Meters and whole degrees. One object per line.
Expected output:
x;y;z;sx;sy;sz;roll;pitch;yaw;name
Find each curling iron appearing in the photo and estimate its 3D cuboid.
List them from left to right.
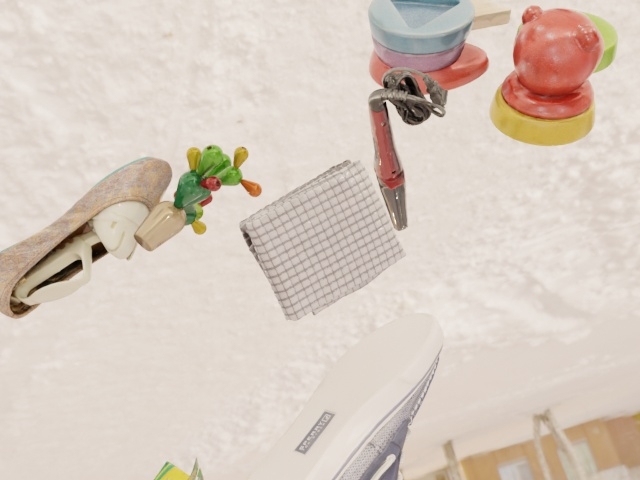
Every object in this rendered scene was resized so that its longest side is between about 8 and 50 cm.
0.082;-0.072;0.662;0.068;0.035;0.274;5;153;7;curling iron

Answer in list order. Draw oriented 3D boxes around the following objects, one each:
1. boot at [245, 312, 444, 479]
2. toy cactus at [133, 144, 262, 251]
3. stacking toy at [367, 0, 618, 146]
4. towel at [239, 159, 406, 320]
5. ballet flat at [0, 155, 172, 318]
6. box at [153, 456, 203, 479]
0.030;0.139;0.440;0.190;0.086;0.069;-44;-156;-23;boot
-0.181;-0.050;0.932;0.180;0.112;0.219;-49;-169;-26;toy cactus
0.228;-0.276;0.826;0.279;0.309;0.130;-46;148;-33;stacking toy
0.000;0.000;1.316;0.284;0.235;0.121;-31;-162;-17;towel
-0.329;0.006;0.943;0.316;0.106;0.107;-37;148;-3;ballet flat
-0.211;0.358;0.832;0.179;0.043;0.105;-52;161;-32;box
